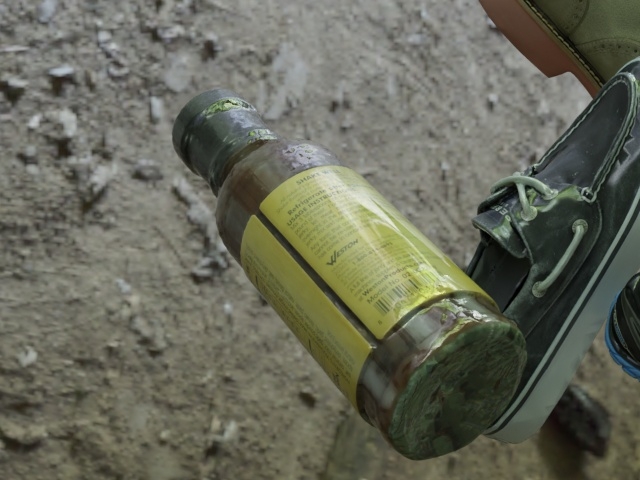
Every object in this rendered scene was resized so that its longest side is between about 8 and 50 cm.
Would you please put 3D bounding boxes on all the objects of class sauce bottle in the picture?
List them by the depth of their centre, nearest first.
[{"bbox_3d":[0.000,0.000,0.792,0.111,0.344,0.111,-20,134,-22],"label":"sauce bottle"}]

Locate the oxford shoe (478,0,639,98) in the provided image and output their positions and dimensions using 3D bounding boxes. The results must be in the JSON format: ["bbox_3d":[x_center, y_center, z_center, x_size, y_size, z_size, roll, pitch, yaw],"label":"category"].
[{"bbox_3d":[0.311,-0.146,0.961,0.397,0.146,0.140,36,47,-9],"label":"oxford shoe"}]

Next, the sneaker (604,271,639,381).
[{"bbox_3d":[0.266,0.076,0.725,0.067,0.188,0.078,-37,140,-36],"label":"sneaker"}]

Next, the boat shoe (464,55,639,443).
[{"bbox_3d":[0.159,-0.004,0.825,0.102,0.108,0.301,24,99,-22],"label":"boat shoe"}]
